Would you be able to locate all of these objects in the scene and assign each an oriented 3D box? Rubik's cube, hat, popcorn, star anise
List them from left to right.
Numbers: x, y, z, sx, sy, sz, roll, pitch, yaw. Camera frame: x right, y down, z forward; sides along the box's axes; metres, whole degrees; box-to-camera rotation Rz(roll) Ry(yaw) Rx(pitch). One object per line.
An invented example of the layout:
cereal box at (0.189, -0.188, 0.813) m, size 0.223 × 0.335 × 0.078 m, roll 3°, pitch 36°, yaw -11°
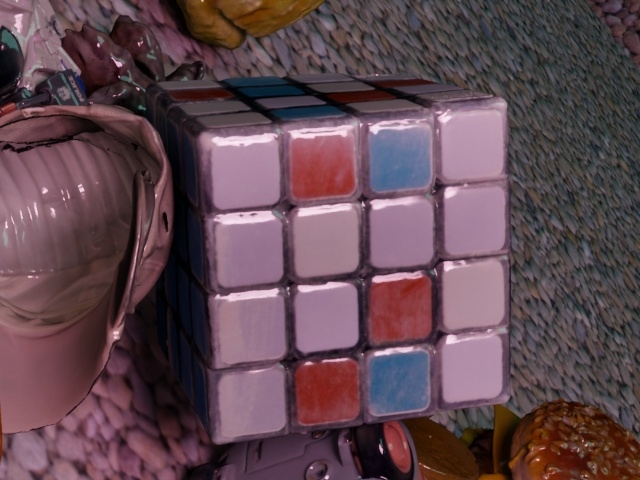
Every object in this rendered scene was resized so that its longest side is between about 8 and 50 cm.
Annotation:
hat at (-0.199, 0.023, 1.096) m, size 0.275 × 0.232 × 0.161 m, roll -94°, pitch 158°, yaw -43°
star anise at (-0.162, -0.113, 1.408) m, size 0.229 × 0.093 × 0.236 m, roll 27°, pitch 39°, yaw -47°
popcorn at (-0.095, -0.361, 1.628) m, size 0.276 × 0.225 × 0.276 m, roll 46°, pitch 26°, yaw -30°
Rubik's cube at (-0.001, 0.000, 1.217) m, size 0.256 × 0.253 × 0.259 m, roll -140°, pitch -134°, yaw -69°

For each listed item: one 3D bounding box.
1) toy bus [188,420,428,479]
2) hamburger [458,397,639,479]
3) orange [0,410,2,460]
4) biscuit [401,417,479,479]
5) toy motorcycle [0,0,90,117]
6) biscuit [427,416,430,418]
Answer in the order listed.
toy bus at (0.019, 0.289, 1.218) m, size 0.232 × 0.194 × 0.287 m, roll 51°, pitch 26°, yaw -34°
hamburger at (0.263, 0.311, 1.574) m, size 0.291 × 0.225 × 0.291 m, roll 39°, pitch 32°, yaw -30°
orange at (-0.310, 0.105, 0.775) m, size 0.284 × 0.226 × 0.284 m, roll 27°, pitch 55°, yaw -47°
biscuit at (0.025, 0.149, 1.398) m, size 0.301 × 0.049 × 0.197 m, roll 38°, pitch 22°, yaw 24°
toy motorcycle at (-0.283, -0.179, 1.260) m, size 0.221 × 0.102 × 0.150 m, roll 62°, pitch 33°, yaw -6°
biscuit at (0.061, 0.115, 1.621) m, size 0.226 × 0.042 × 0.226 m, roll 43°, pitch 29°, yaw -32°
